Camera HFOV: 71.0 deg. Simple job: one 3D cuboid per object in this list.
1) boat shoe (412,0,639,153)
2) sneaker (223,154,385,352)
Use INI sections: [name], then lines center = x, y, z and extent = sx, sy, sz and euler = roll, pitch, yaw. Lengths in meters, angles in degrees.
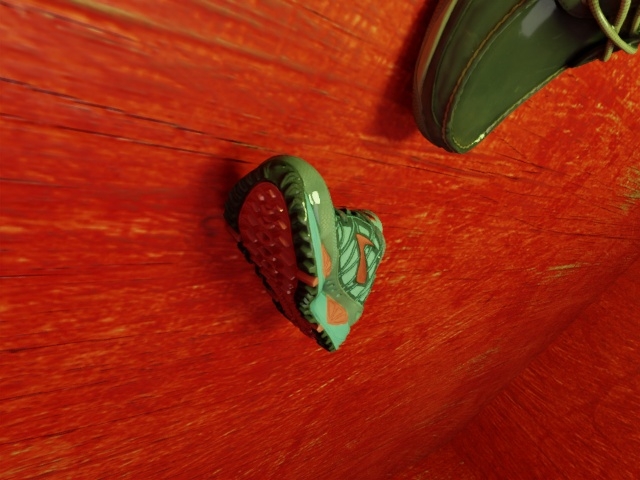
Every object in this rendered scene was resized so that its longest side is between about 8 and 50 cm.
[boat shoe]
center = 0.210, -0.207, 0.328
extent = 0.132, 0.130, 0.355
euler = 13, 120, -50
[sneaker]
center = 0.000, 0.000, 0.420
extent = 0.125, 0.104, 0.261
euler = -48, 154, -20
